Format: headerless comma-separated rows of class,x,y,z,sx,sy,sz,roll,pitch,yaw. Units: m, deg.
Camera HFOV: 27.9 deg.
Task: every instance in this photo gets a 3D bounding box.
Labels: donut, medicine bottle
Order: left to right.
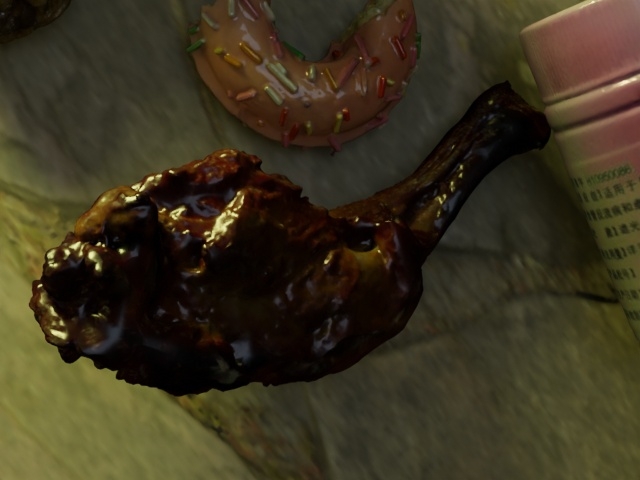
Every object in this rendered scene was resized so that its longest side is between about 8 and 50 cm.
donut,-0.001,-0.116,0.863,0.166,0.065,0.117,-12,84,-19
medicine bottle,0.248,-0.054,0.878,0.152,0.152,0.254,-24,94,-21

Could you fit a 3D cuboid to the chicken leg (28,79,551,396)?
chicken leg,0.000,0.000,0.821,0.407,0.096,0.158,-21,112,-36

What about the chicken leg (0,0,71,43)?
chicken leg,-0.182,-0.206,0.824,0.085,0.069,0.197,18,66,9
